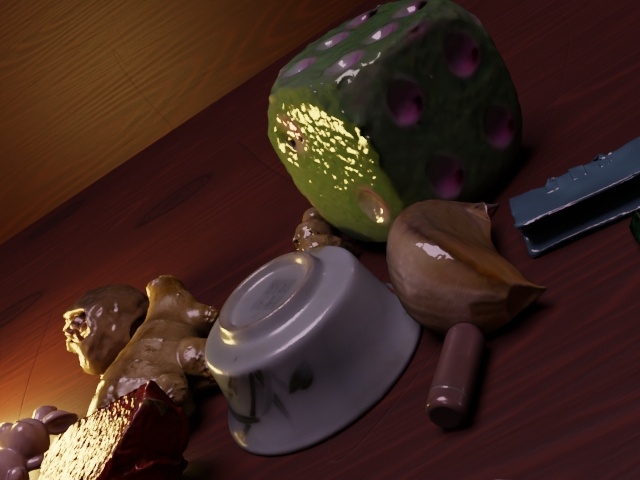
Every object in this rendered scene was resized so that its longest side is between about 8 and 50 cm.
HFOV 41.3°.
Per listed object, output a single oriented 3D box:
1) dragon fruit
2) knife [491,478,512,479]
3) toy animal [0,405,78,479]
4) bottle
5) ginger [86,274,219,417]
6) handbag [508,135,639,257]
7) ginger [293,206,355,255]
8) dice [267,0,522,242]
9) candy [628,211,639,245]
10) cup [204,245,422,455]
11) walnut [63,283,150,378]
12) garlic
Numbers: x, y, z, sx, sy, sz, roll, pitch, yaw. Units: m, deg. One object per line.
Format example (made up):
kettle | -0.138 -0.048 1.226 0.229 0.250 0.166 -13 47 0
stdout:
dragon fruit | -0.293 0.357 1.214 0.317 0.152 0.205 -31 30 43
knife | 0.101 0.318 0.881 0.256 0.022 0.046 -32 26 0
toy animal | -0.552 0.369 1.574 0.124 0.124 0.213 -19 31 34
bottle | 0.167 0.164 1.043 0.053 0.053 0.140 -19 28 34
ginger | -0.262 0.184 1.455 0.236 0.166 0.376 -24 41 37
handbag | 0.379 -0.071 1.205 0.221 0.057 0.144 -27 20 19
ginger | 0.000 0.000 1.562 0.104 0.080 0.204 -4 23 -8
dice | 0.121 -0.207 1.455 0.322 0.330 0.318 -42 23 -23
candy | 0.395 0.026 0.982 0.097 0.097 0.323 -28 17 17
cup | -0.039 0.131 1.258 0.347 0.163 0.347 -30 24 15
walnut | -0.452 0.167 1.798 0.204 0.141 0.238 -38 25 -17
garlic | 0.190 0.024 1.222 0.196 0.151 0.338 0 22 0
